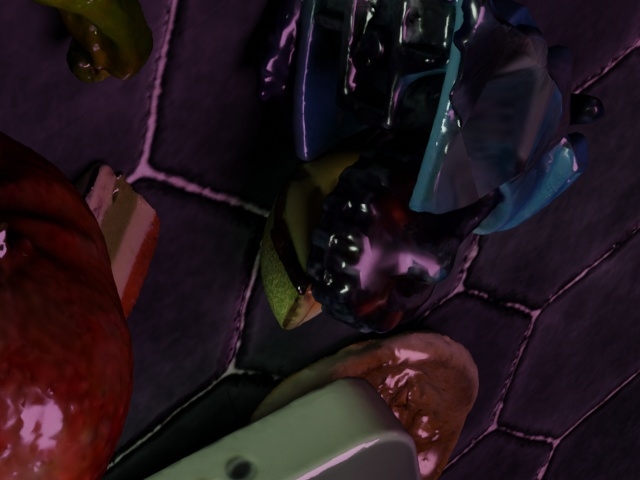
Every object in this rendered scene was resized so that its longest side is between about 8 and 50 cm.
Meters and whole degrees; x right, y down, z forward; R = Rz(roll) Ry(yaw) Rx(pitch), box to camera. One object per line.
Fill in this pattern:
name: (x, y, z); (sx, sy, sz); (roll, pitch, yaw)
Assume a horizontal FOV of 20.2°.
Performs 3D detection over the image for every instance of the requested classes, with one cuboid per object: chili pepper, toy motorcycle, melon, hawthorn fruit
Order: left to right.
hawthorn fruit: (-0.242, 0.078, 0.900); (0.265, 0.265, 0.307); (3, 130, -52)
chili pepper: (-0.142, -0.148, 0.931); (0.073, 0.072, 0.204); (-45, 149, -1)
melon: (0.000, 0.000, 1.265); (0.160, 0.079, 0.128); (-35, 163, -41)
toy motorcycle: (0.088, -0.144, 1.147); (0.232, 0.172, 0.416); (-22, 126, -44)

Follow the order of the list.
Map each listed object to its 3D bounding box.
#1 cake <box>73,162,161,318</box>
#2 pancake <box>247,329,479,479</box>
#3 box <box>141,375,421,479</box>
cake: (-0.166, 0.070, 1.097); (0.220, 0.117, 0.086); (-44, 142, -5)
pancake: (0.023, 0.183, 1.512); (0.282, 0.049, 0.282); (-28, 141, -25)
box: (-0.082, 0.297, 1.412); (0.367, 0.090, 0.373); (-28, 145, -11)
